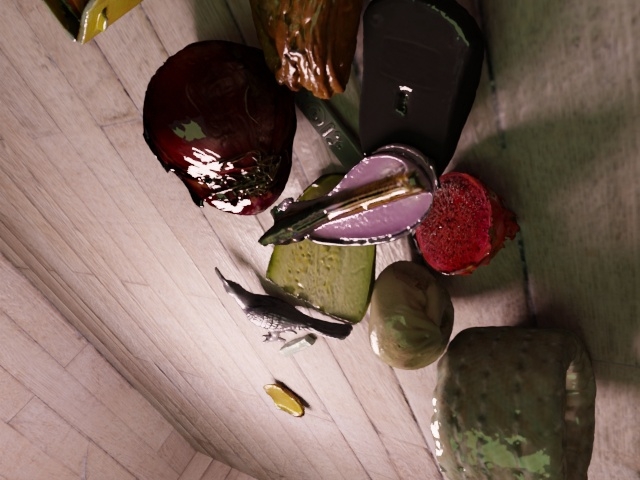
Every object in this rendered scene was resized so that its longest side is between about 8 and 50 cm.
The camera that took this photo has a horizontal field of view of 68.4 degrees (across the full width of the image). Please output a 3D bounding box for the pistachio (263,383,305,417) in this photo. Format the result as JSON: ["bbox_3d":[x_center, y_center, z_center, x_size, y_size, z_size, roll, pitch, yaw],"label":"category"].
[{"bbox_3d":[-0.122,0.535,1.595,0.173,0.049,0.089,43,118,-6],"label":"pistachio"}]

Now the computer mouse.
[{"bbox_3d":[0.121,-0.181,0.585,0.137,0.086,0.270,26,146,21],"label":"computer mouse"}]

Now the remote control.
[{"bbox_3d":[0.020,-0.172,0.731,0.184,0.027,0.049,50,144,-11],"label":"remote control"}]

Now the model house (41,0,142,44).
[{"bbox_3d":[-0.280,-0.423,0.500,0.339,0.300,0.324,30,152,9],"label":"model house"}]

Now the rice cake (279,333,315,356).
[{"bbox_3d":[-0.067,0.291,1.302,0.033,0.029,0.170,45,143,-7],"label":"rice cake"}]

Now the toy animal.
[{"bbox_3d":[-0.106,0.200,1.191,0.366,0.081,0.206,23,144,10],"label":"toy animal"}]

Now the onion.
[{"bbox_3d":[-0.138,-0.161,0.714,0.281,0.221,0.281,53,169,14],"label":"onion"}]

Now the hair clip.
[{"bbox_3d":[0.035,-0.042,0.712,0.358,0.095,0.110,-16,78,44],"label":"hair clip"}]

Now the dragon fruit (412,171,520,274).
[{"bbox_3d":[0.221,-0.020,0.687,0.110,0.153,0.153,5,156,-30],"label":"dragon fruit"}]

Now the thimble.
[{"bbox_3d":[0.320,0.283,0.765,0.195,0.292,0.292,-5,127,41],"label":"thimble"}]

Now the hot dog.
[{"bbox_3d":[-0.014,-0.298,0.522,0.272,0.122,0.196,100,149,-54],"label":"hot dog"}]

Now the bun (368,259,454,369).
[{"bbox_3d":[0.166,0.127,0.819,0.127,0.178,0.193,9,121,32],"label":"bun"}]

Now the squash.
[{"bbox_3d":[0.000,0.000,0.832,0.236,0.204,0.155,22,162,33],"label":"squash"}]
